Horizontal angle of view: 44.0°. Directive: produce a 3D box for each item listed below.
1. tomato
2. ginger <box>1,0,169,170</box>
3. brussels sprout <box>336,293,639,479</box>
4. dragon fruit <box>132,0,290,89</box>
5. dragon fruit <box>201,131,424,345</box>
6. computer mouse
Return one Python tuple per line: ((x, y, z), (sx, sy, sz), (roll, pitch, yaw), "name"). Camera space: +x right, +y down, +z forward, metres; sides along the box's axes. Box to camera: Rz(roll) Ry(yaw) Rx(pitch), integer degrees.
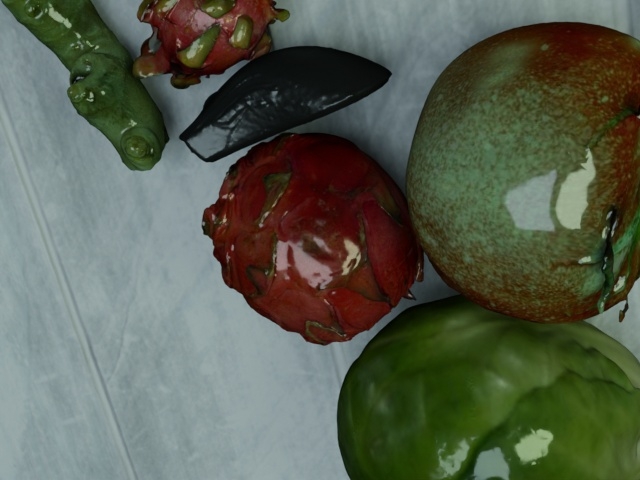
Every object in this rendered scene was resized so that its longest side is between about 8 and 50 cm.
((0.215, -0.064, 0.799), (0.238, 0.303, 0.304), (13, 116, 30), "tomato")
((-0.277, -0.211, 0.950), (0.089, 0.137, 0.290), (-25, 95, 32), "ginger")
((0.200, 0.207, 0.896), (0.354, 0.281, 0.289), (-2, 135, -11), "brussels sprout")
((-0.139, -0.242, 0.900), (0.207, 0.150, 0.133), (-26, 145, 30), "dragon fruit")
((-0.007, -0.005, 0.901), (0.252, 0.241, 0.241), (42, 120, 25), "dragon fruit")
((-0.052, -0.165, 0.896), (0.264, 0.147, 0.088), (-22, 103, 22), "computer mouse")
